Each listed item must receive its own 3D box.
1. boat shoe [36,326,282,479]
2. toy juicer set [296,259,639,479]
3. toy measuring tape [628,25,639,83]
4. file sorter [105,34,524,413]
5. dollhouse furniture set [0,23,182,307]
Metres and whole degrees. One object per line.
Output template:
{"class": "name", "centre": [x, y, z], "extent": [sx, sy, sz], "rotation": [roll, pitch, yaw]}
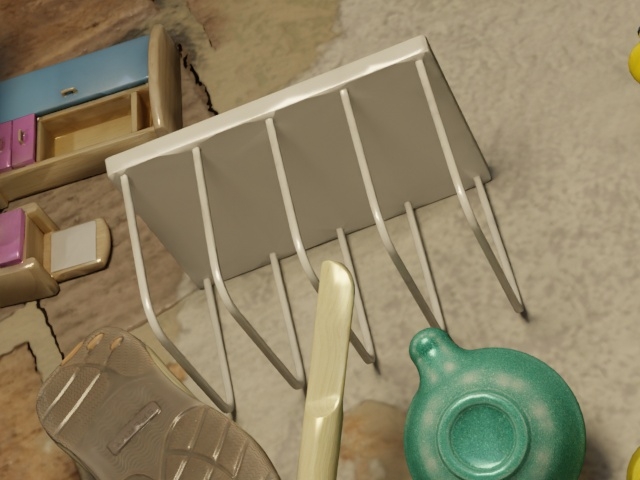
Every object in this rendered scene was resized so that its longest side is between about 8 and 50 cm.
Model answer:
{"class": "boat shoe", "centre": [-0.091, 0.196, 1.331], "extent": [0.132, 0.130, 0.355], "rotation": [-42, 43, 0]}
{"class": "toy juicer set", "centre": [0.107, 0.177, 1.261], "extent": [0.329, 0.089, 0.209], "rotation": [26, 90, 16]}
{"class": "toy measuring tape", "centre": [0.404, -0.204, 1.418], "extent": [0.330, 0.121, 0.121], "rotation": [-19, 50, 1]}
{"class": "file sorter", "centre": [0.000, 0.000, 1.399], "extent": [0.277, 0.193, 0.173], "rotation": [-20, 54, 10]}
{"class": "dollhouse furniture set", "centre": [-0.277, -0.153, 1.561], "extent": [0.198, 0.303, 0.286], "rotation": [-17, 51, 14]}
